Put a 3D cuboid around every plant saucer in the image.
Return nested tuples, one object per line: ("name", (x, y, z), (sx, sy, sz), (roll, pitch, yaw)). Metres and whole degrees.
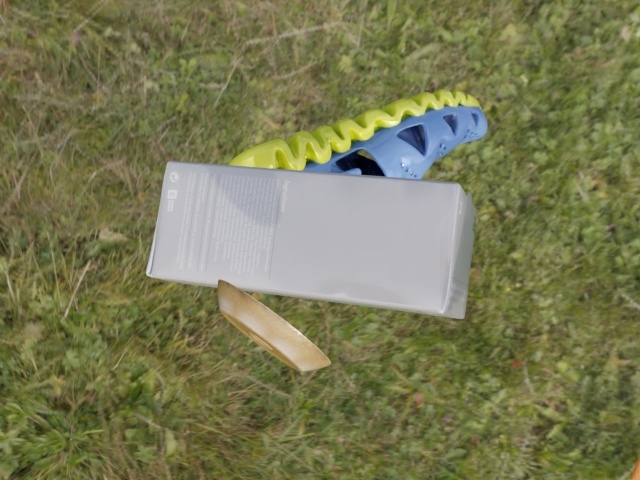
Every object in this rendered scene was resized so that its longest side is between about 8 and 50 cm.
("plant saucer", (-0.031, 0.054, 0.476), (0.083, 0.083, 0.015), (38, 77, -5))

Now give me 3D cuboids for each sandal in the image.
("sandal", (0.055, -0.075, 0.913), (0.317, 0.126, 0.138), (-22, 90, -17))

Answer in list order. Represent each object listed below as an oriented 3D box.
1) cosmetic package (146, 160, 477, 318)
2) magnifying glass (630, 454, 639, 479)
("cosmetic package", (0.000, 0.000, 0.649), (0.237, 0.127, 0.107), (9, 86, 20))
("magnifying glass", (0.523, 0.259, 1.211), (0.026, 0.092, 0.231), (17, 95, -44))
